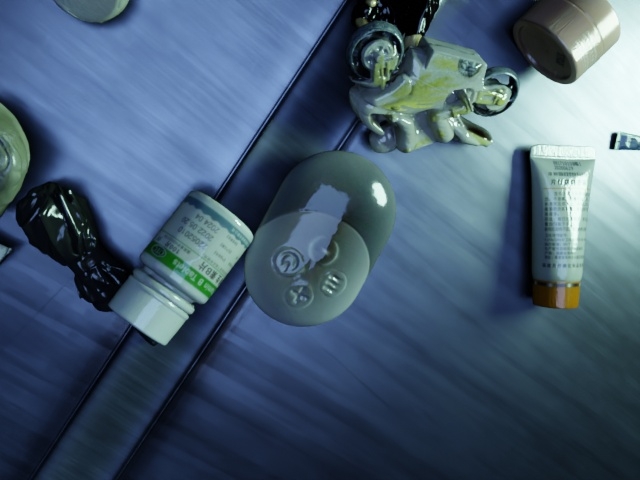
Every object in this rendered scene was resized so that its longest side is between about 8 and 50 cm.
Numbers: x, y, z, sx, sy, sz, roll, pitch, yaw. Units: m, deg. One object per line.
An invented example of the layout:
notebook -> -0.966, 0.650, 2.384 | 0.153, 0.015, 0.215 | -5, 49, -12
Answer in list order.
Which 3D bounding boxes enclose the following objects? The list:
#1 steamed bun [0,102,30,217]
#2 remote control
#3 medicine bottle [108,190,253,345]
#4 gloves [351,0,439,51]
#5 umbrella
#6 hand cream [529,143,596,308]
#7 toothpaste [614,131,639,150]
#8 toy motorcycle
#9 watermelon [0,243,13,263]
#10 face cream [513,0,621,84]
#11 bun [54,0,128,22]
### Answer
steamed bun -> -0.547, -0.142, 0.955 | 0.211, 0.144, 0.218 | 38, 124, -9
remote control -> 0.000, 0.000, 1.098 | 0.221, 0.103, 0.332 | 26, 94, -18
medicine bottle -> -0.231, 0.045, 1.021 | 0.139, 0.139, 0.236 | 40, 76, -15
gloves -> 0.113, -0.390, 1.034 | 0.164, 0.124, 0.203 | 34, 112, -5
umbrella -> -0.379, 0.050, 1.052 | 0.118, 0.118, 0.340 | -36, 114, -2
hand cream -> 0.455, -0.027, 1.183 | 0.140, 0.089, 0.314 | 3, 97, -12
toothpaste -> 0.646, -0.191, 1.216 | 0.140, 0.021, 0.037 | 4, 101, -9
toy motorcycle -> 0.175, -0.237, 1.060 | 0.341, 0.107, 0.222 | 8, 128, -23
watermelon -> -0.634, 0.000, 0.998 | 0.245, 0.063, 0.119 | 25, 102, -16
face cream -> 0.427, -0.362, 1.076 | 0.104, 0.149, 0.149 | -43, 105, 2
bun -> -0.354, -0.418, 0.959 | 0.138, 0.094, 0.138 | 7, 131, 9
